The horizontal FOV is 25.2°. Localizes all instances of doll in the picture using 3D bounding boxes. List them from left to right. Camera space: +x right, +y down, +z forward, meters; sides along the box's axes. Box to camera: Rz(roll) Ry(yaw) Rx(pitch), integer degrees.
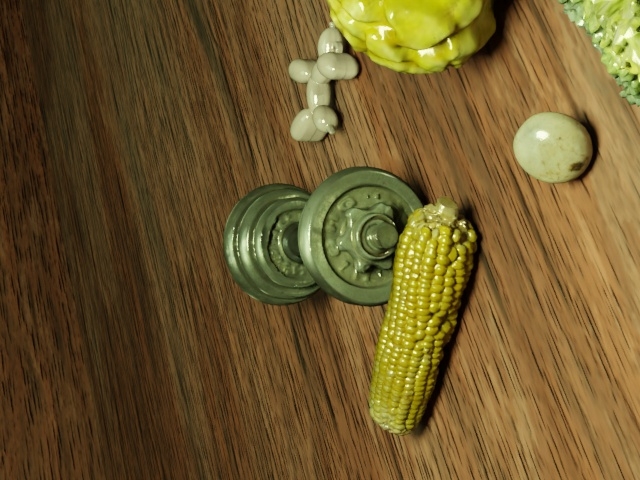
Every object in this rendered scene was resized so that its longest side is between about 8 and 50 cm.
[{"bbox_3d":[0.004,-0.226,2.052,0.160,0.059,0.161,166,104,-65],"label":"doll"}]

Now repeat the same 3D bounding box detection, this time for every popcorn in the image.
[{"bbox_3d":[0.109,-0.330,1.629,0.258,0.224,0.270,33,108,30],"label":"popcorn"}]

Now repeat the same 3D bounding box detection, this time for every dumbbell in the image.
[{"bbox_3d":[0.000,0.000,1.906,0.406,0.179,0.179,177,94,-66],"label":"dumbbell"}]

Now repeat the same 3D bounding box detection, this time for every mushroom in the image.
[{"bbox_3d":[0.248,-0.105,1.502,0.079,0.085,0.085,-52,-2,-39],"label":"mushroom"}]

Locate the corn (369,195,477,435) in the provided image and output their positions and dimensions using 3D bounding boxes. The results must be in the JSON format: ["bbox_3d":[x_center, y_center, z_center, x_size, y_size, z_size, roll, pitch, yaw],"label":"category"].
[{"bbox_3d":[0.119,0.096,1.744,0.097,0.097,0.319,-126,42,-53],"label":"corn"}]

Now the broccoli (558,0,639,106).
[{"bbox_3d":[0.360,-0.238,1.128,0.397,0.275,0.353,27,133,42],"label":"broccoli"}]
